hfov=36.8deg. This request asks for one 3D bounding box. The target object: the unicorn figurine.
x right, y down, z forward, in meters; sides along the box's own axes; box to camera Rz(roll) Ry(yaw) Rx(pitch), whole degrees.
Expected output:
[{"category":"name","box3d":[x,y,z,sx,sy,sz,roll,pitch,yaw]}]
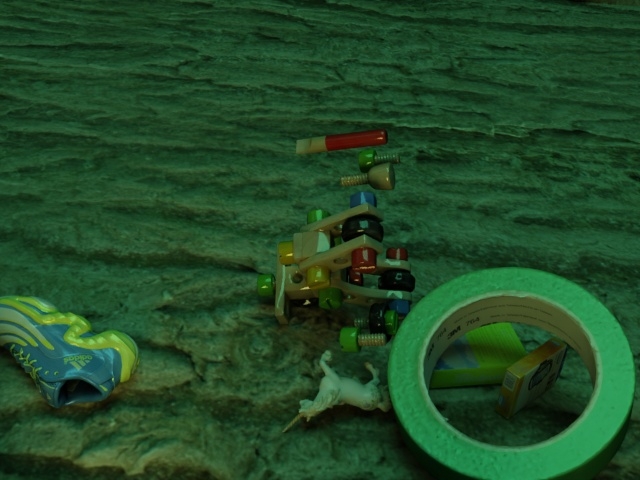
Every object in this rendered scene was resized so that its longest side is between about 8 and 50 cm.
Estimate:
[{"category":"unicorn figurine","box3d":[0.028,0.208,1.337,0.162,0.060,0.111,3,33,-7]}]

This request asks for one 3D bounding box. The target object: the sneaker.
[{"category":"sneaker","box3d":[-0.373,0.153,1.305,0.240,0.091,0.126,13,34,5]}]

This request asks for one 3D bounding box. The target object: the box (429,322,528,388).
[{"category":"box","box3d":[0.216,0.170,1.450,0.178,0.042,0.109,-1,34,-13]}]

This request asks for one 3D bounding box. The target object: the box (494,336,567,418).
[{"category":"box","box3d":[0.310,0.196,1.399,0.028,0.081,0.136,32,40,32]}]

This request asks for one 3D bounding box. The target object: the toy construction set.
[{"category":"toy construction set","box3d":[0.000,0.000,1.435,0.237,0.309,0.257,-4,0,18]}]

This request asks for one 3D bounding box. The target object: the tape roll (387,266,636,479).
[{"category":"tape roll","box3d":[0.252,0.186,1.287,0.321,0.077,0.321,-6,54,9]}]
